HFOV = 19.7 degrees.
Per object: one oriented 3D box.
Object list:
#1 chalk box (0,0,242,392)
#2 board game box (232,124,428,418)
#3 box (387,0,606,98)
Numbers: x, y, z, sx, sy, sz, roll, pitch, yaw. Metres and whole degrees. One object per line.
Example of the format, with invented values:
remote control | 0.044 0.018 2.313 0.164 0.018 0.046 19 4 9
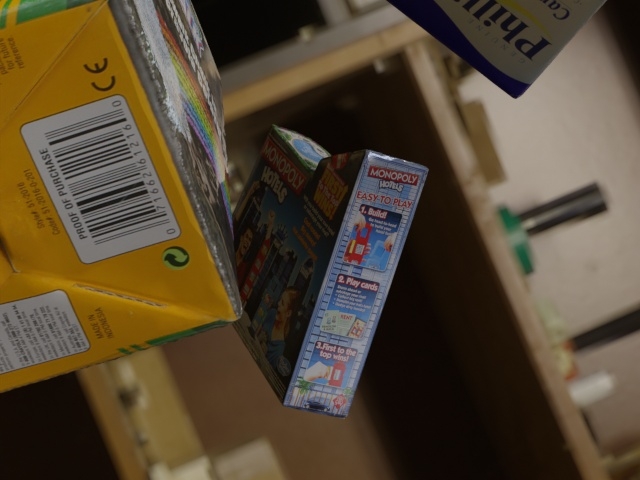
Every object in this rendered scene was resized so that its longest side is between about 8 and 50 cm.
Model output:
chalk box | -0.152 -0.085 0.880 0.289 0.179 0.180 -101 173 -57
board game box | 0.000 0.000 1.406 0.194 0.060 0.194 -64 -148 19
box | 0.133 -0.189 1.256 0.126 0.137 0.072 37 36 -3
